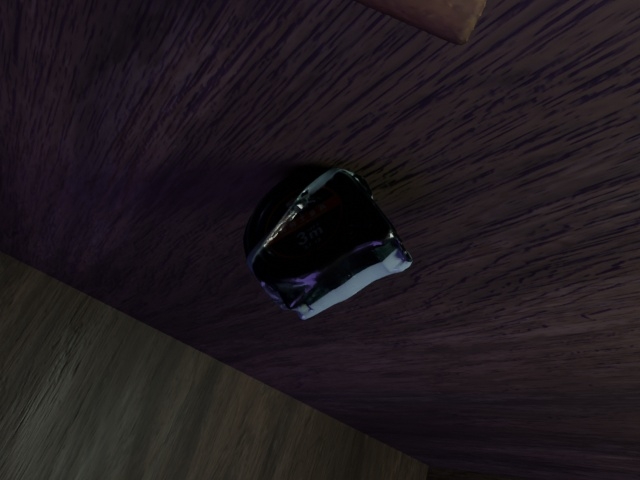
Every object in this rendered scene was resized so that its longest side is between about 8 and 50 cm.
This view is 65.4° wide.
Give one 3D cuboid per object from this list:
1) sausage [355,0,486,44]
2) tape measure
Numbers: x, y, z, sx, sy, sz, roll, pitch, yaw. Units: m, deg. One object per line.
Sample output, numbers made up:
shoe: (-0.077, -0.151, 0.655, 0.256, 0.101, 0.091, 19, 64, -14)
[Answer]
sausage: (0.002, -0.227, 0.306, 0.253, 0.123, 0.123, 23, 151, -1)
tape measure: (-0.002, -0.003, 0.630, 0.182, 0.181, 0.107, -30, 138, 9)
